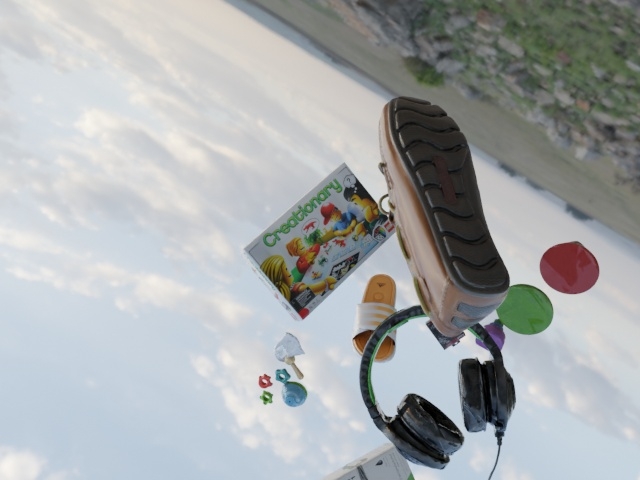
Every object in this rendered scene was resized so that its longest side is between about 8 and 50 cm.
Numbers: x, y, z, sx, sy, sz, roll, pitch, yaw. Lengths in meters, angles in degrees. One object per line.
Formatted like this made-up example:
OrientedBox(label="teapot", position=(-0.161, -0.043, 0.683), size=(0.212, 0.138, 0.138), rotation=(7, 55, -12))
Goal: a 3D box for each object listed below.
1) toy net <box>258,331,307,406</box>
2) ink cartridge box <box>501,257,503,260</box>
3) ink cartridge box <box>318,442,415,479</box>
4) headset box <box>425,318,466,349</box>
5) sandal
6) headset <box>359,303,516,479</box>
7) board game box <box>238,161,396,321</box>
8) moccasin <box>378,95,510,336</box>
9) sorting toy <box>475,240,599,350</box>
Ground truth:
OrientedBox(label="toy net", position=(-0.092, 0.320, 1.810), size=(0.122, 0.232, 0.045), rotation=(11, -154, 15))
OrientedBox(label="ink cartridge box", position=(0.325, 0.082, 1.638), size=(0.235, 0.171, 0.056), rotation=(28, -129, -79))
OrientedBox(label="ink cartridge box", position=(0.126, 0.637, 1.828), size=(0.160, 0.219, 0.092), rotation=(65, 156, 4))
OrientedBox(label="headset box", position=(0.293, 0.209, 1.673), size=(0.083, 0.062, 0.032), rotation=(53, -172, 0))
OrientedBox(label="sandal", position=(0.123, 0.155, 1.614), size=(0.101, 0.076, 0.265), rotation=(3, -136, 6))
OrientedBox(label="headset", position=(0.224, 0.293, 1.184), size=(0.394, 0.243, 0.185), rotation=(57, -173, 2))
OrientedBox(label="board game box", position=(0.000, 0.000, 1.534), size=(0.193, 0.305, 0.053), rotation=(50, 158, -7))
OrientedBox(label="moccasin", position=(0.155, -0.048, 1.013), size=(0.139, 0.147, 0.380), rotation=(-2, -123, -24))
OrientedBox(label="sorting toy", position=(0.489, 0.116, 1.630), size=(0.127, 0.366, 0.126), rotation=(39, -143, 5))
